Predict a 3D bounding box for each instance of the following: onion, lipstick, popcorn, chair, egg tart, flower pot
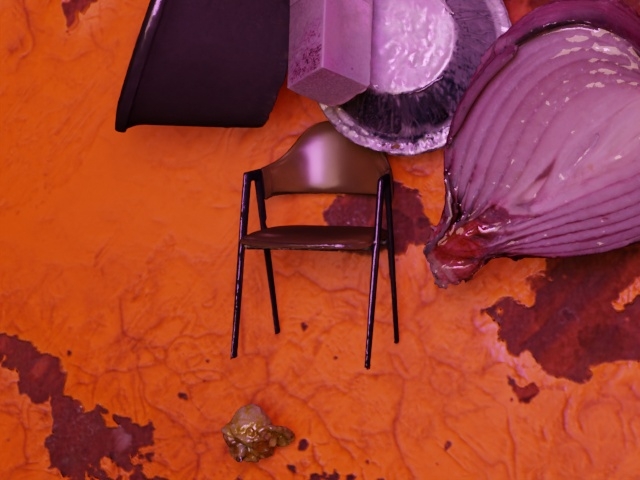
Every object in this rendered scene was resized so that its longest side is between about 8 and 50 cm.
[{"bbox_3d":[0.242,-0.099,1.680,0.348,0.159,0.267,-35,102,25],"label":"onion"},{"bbox_3d":[0.014,-0.299,1.708,0.066,0.068,0.317,-25,55,46],"label":"lipstick"},{"bbox_3d":[-0.071,0.221,1.849,0.083,0.059,0.068,1,94,9],"label":"popcorn"},{"bbox_3d":[0.000,0.000,1.769,0.158,0.172,0.247,3,101,18],"label":"chair"},{"bbox_3d":[0.093,-0.207,1.741,0.234,0.094,0.234,-1,84,12],"label":"egg tart"},{"bbox_3d":[-0.110,-0.222,1.760,0.166,0.269,0.269,18,99,-8],"label":"flower pot"}]
